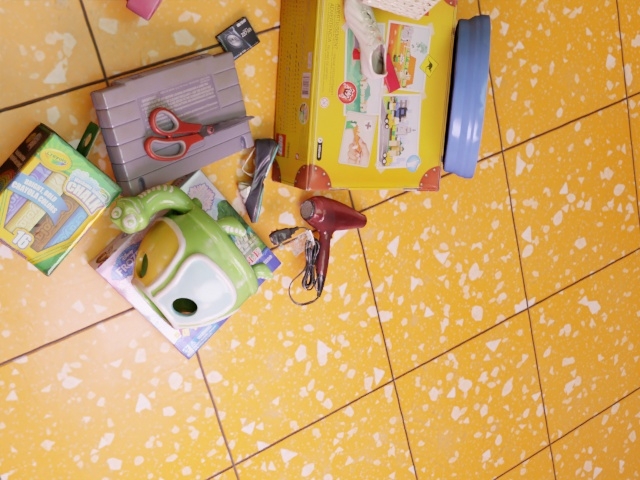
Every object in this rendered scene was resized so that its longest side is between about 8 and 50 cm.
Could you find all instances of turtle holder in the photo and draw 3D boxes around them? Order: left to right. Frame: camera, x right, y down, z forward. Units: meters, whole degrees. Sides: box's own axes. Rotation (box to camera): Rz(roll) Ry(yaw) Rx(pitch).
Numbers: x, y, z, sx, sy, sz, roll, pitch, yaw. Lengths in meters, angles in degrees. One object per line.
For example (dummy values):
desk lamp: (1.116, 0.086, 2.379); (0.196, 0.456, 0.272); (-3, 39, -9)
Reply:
turtle holder: (-0.270, 0.041, 1.664); (0.227, 0.243, 0.320); (-43, 150, -16)

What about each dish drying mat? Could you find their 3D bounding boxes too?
dish drying mat: (0.153, -0.372, 1.813); (0.032, 0.008, 0.083); (-31, 116, -19)

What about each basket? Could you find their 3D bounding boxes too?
basket: (0.165, -0.544, 1.703); (0.167, 0.103, 0.113); (7, 59, -29)

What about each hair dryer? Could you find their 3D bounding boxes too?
hair dryer: (0.000, 0.000, 1.996); (0.293, 0.080, 0.223); (-36, 123, -28)

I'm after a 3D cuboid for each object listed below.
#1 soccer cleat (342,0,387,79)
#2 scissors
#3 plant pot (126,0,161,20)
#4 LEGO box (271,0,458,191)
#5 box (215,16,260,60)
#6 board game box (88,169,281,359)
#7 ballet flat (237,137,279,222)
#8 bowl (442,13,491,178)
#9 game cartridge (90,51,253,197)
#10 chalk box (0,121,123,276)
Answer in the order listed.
soccer cleat: (0.103, -0.438, 1.729); (0.068, 0.076, 0.196); (-25, 112, -22)
scissors: (-0.251, -0.223, 1.735); (0.297, 0.021, 0.108); (-5, 96, -48)
plant pot: (-0.366, -0.568, 1.602); (0.180, 0.201, 0.201); (31, 85, -17)
LEGO box: (0.102, -0.370, 1.903); (0.373, 0.193, 0.499); (-2, 102, -29)
box: (-0.185, -0.451, 1.823); (0.083, 0.018, 0.067); (-39, 118, -16)
board game box: (-0.297, 0.053, 1.851); (0.318, 0.066, 0.318); (-47, 120, -12)
ballet flat: (-0.153, -0.143, 1.892); (0.074, 0.074, 0.203); (10, 103, -31)
bowl: (0.349, -0.347, 1.969); (0.077, 0.391, 0.391); (5, 101, 6)
game cartridge: (-0.304, -0.256, 1.725); (0.355, 0.068, 0.230); (-30, 112, -42)
chalk box: (-0.525, -0.109, 1.610); (0.289, 0.180, 0.179); (-50, 120, -7)
